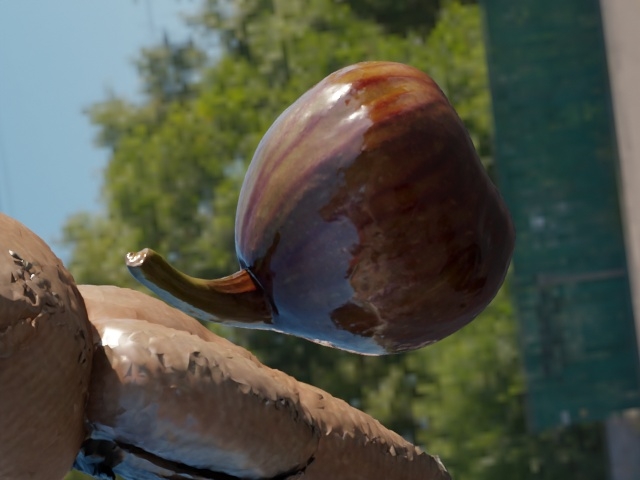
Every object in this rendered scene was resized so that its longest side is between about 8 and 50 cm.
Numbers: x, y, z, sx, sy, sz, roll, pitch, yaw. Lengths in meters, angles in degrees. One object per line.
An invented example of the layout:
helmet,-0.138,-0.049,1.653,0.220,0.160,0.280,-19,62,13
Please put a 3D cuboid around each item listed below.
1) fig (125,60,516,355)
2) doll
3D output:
fig,0.006,0.002,1.159,0.175,0.207,0.175,51,174,7
doll,-0.090,0.093,0.810,0.201,0.303,0.156,-2,66,59
